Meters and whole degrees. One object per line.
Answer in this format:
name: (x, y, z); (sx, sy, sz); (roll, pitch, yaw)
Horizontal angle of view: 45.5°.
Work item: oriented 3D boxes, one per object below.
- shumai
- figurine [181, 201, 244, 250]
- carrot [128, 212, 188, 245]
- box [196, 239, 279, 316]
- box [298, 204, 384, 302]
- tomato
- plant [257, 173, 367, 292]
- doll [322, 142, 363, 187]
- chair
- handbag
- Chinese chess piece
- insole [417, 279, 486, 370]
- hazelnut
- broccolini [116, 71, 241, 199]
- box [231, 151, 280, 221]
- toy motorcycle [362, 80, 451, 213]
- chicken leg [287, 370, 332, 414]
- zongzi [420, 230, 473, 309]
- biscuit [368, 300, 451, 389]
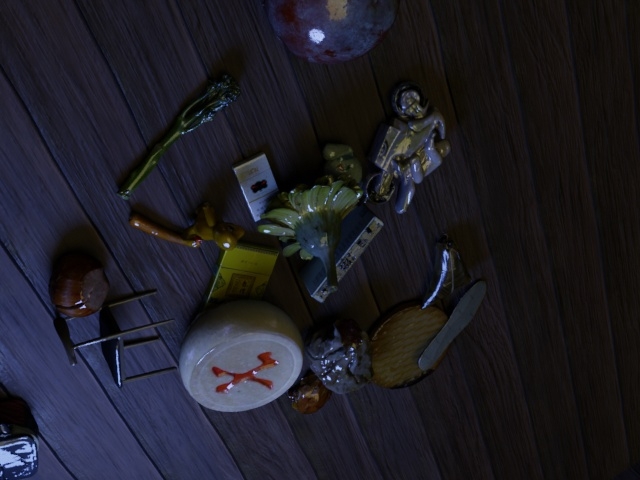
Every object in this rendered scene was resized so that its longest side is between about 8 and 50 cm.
shumai: (0.064, 0.335, 2.170); (0.183, 0.185, 0.218); (-23, 89, -11)
figurine: (-0.271, -0.016, 1.875); (0.122, 0.176, 0.121); (-33, 124, -28)
carrot: (-0.394, -0.021, 1.905); (0.190, 0.037, 0.037); (27, 101, -37)
box: (-0.229, 0.133, 2.059); (0.153, 0.041, 0.279); (12, 110, -29)
box: (0.053, 0.025, 2.041); (0.045, 0.211, 0.270); (35, 96, -22)
tomato: (0.026, -0.550, 1.694); (0.316, 0.282, 0.317); (-20, 119, -40)
plant: (0.018, -0.039, 1.933); (0.261, 0.297, 0.306); (-43, 147, -14)
doll: (0.061, -0.178, 2.018); (0.103, 0.071, 0.214); (-35, 131, -13)
chair: (-0.514, 0.253, 1.898); (0.272, 0.188, 0.166); (-9, 118, -25)
handbag: (-0.824, 0.507, 1.874); (0.254, 0.181, 0.181); (-9, 119, -22)
Chinese chess piece: (-0.211, 0.311, 2.053); (0.338, 0.141, 0.338); (-11, 133, -12)
insole: (0.422, 0.270, 2.418); (0.348, 0.009, 0.119); (-50, 134, -9)
hazelnut: (-0.580, 0.106, 1.826); (0.143, 0.143, 0.154); (-4, 103, -24)
broccolini: (-0.330, -0.234, 1.798); (0.079, 0.074, 0.392); (40, 93, -28)
box: (-0.158, -0.138, 1.962); (0.090, 0.024, 0.167); (-27, 124, -11)
toy motorcycle: (0.242, -0.241, 2.053); (0.222, 0.108, 0.341); (16, 100, -25)
chicken leg: (0.025, 0.396, 2.291); (0.113, 0.093, 0.304); (41, 89, -22)
zongzi: (0.348, 0.096, 2.291); (0.184, 0.084, 0.187); (-32, 121, -8)
biscuit: (0.272, 0.331, 2.399); (0.317, 0.040, 0.318); (-12, 120, -22)
